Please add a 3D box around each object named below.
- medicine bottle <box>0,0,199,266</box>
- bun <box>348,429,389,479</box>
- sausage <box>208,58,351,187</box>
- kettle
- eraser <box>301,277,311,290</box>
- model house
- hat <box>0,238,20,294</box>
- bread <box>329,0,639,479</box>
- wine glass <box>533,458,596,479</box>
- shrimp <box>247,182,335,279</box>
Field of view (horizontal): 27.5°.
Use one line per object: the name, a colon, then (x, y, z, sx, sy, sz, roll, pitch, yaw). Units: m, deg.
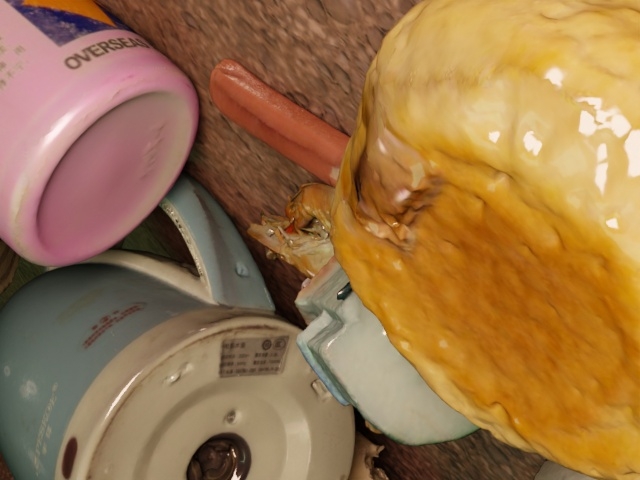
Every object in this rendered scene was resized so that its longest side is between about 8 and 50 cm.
medicine bottle: (-0.247, -0.132, 0.976, 0.290, 0.178, 0.178, 41, 158, 21)
bun: (0.013, 0.243, 1.204, 0.237, 0.116, 0.210, 5, 141, 24)
sausage: (-0.019, -0.072, 0.839, 0.147, 0.035, 0.030, 36, 135, 31)
kettle: (-0.153, 0.093, 1.100, 0.247, 0.320, 0.342, 12, -170, -38)
eraser: (0.036, 0.073, 0.992, 0.122, 0.029, 0.052, 40, 158, 19)
model house: (0.054, 0.032, 0.752, 0.119, 0.148, 0.148, 50, 173, -18)
hat: (-0.370, -0.060, 1.423, 0.110, 0.252, 0.252, -20, 119, 22)
bread: (0.110, -0.011, 0.556, 0.244, 0.134, 0.244, 41, 156, 23)
wine glass: (0.172, 0.212, 0.638, 0.096, 0.264, 0.309, 44, 161, -15)
shrimp: (0.000, 0.000, 0.916, 0.180, 0.041, 0.099, 18, 143, 54)
